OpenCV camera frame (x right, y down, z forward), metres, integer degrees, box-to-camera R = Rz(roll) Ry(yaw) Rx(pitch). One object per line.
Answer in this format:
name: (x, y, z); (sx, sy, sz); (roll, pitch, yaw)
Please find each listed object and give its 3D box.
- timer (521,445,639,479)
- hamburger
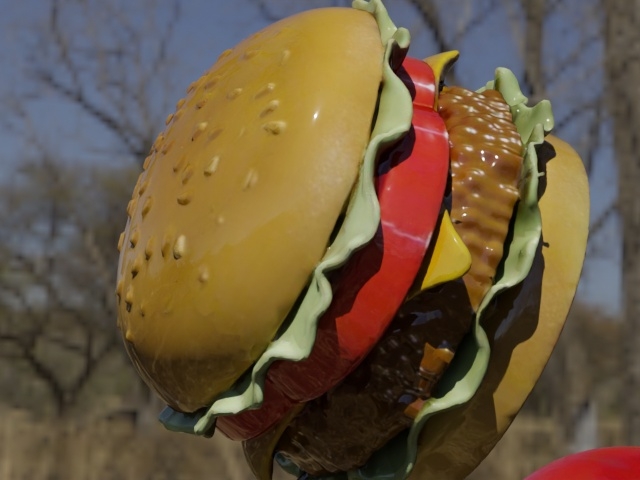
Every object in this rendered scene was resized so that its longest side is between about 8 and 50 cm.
timer: (0.265, 0.354, 1.613); (0.378, 0.378, 0.279); (9, -46, -49)
hamburger: (0.000, 0.000, 1.123); (0.212, 0.274, 0.274); (28, -15, -21)
